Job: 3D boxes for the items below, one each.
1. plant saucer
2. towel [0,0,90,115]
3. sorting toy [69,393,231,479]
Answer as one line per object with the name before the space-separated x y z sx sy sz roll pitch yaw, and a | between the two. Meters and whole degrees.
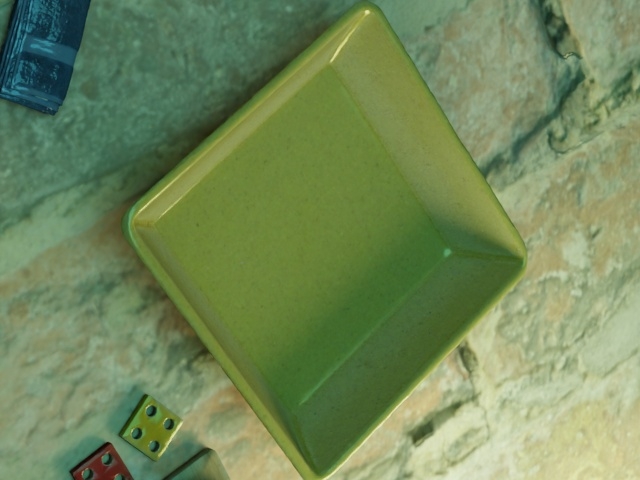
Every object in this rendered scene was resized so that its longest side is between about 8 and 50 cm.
plant saucer | 0.000 0.000 1.620 0.333 0.081 0.332 -44 116 -22
towel | -0.238 -0.172 1.483 0.067 0.029 0.119 17 85 -33
sorting toy | -0.119 0.276 1.588 0.132 0.046 0.274 -35 111 -25
